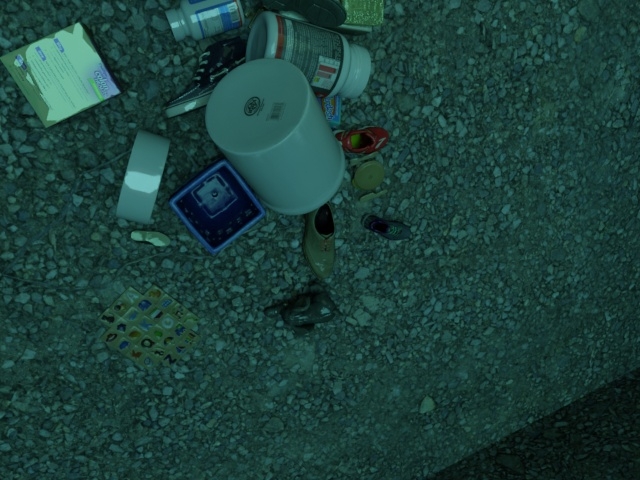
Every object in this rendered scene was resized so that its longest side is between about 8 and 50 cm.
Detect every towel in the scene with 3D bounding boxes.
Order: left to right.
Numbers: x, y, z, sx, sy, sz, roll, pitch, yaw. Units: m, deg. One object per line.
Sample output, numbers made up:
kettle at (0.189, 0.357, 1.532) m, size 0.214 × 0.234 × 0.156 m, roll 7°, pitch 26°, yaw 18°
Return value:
towel at (0.130, -0.729, 1.505) m, size 0.148 × 0.027 × 0.110 m, roll -7°, pitch 110°, yaw -16°

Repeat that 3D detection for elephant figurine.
elephant figurine at (-0.071, 0.286, 1.862) m, size 0.239 × 0.186 × 0.170 m, roll -23°, pitch 79°, yaw -22°

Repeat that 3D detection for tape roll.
tape roll at (-0.552, -0.195, 1.497) m, size 0.100 × 0.286 × 0.287 m, roll 14°, pitch 104°, yaw -22°

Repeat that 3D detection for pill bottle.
pill bottle at (-0.355, -0.689, 1.473) m, size 0.221 × 0.124 × 0.124 m, roll -21°, pitch 113°, yaw -9°
pill bottle at (-0.035, -0.566, 1.514) m, size 0.362 × 0.210 × 0.211 m, roll 4°, pitch 108°, yaw -29°

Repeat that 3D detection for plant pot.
plant pot at (-0.350, -0.133, 1.618) m, size 0.236 × 0.212 × 0.236 m, roll -37°, pitch 114°, yaw -2°

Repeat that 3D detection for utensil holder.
utensil holder at (-0.124, -0.298, 1.443) m, size 0.327 × 0.328 × 0.385 m, roll -41°, pitch 154°, yaw 0°

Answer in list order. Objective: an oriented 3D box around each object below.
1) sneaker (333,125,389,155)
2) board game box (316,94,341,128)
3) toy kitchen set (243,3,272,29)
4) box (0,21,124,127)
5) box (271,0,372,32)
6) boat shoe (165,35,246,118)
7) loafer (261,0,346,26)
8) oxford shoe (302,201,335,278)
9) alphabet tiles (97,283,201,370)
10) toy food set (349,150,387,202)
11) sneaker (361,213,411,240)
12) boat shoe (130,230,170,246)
sneaker at (0.162, -0.351, 1.718) m, size 0.278 × 0.118 × 0.108 m, roll -19°, pitch 111°, yaw -40°
board game box at (-0.033, -0.482, 1.648) m, size 0.210 × 0.047 × 0.160 m, roll 6°, pitch 76°, yaw -20°
toy kitchen set at (-0.208, -0.722, 1.533) m, size 0.068 × 0.075 × 0.083 m, roll 30°, pitch 93°, yaw -23°
box at (-0.753, -0.487, 1.423) m, size 0.242 × 0.117 × 0.214 m, roll -28°, pitch 114°, yaw -5°
box at (0.006, -0.750, 1.553) m, size 0.310 × 0.148 × 0.121 m, roll 1°, pitch 107°, yaw -19°
boat shoe at (-0.364, -0.525, 1.539) m, size 0.340 × 0.127 × 0.158 m, roll -29°, pitch 108°, yaw -14°
loafer at (-0.047, -0.717, 1.425) m, size 0.267 × 0.084 × 0.096 m, roll 8°, pitch 141°, yaw -22°
oxford shoe at (0.000, 0.000, 1.816) m, size 0.122 × 0.130 × 0.349 m, roll -13°, pitch 112°, yaw -13°
alphabet tiles at (-0.634, 0.329, 1.801) m, size 0.285 × 0.011 × 0.342 m, roll -45°, pitch 115°, yaw 2°
toy food set at (0.180, -0.248, 1.825) m, size 0.132 × 0.039 × 0.192 m, roll -20°, pitch 126°, yaw -2°
sneaker at (0.272, -0.038, 1.905) m, size 0.223 × 0.098 × 0.083 m, roll 14°, pitch 104°, yaw -21°
boat shoe at (-0.594, -0.009, 1.681) m, size 0.132 × 0.042 × 0.049 m, roll 11°, pitch 84°, yaw -20°
